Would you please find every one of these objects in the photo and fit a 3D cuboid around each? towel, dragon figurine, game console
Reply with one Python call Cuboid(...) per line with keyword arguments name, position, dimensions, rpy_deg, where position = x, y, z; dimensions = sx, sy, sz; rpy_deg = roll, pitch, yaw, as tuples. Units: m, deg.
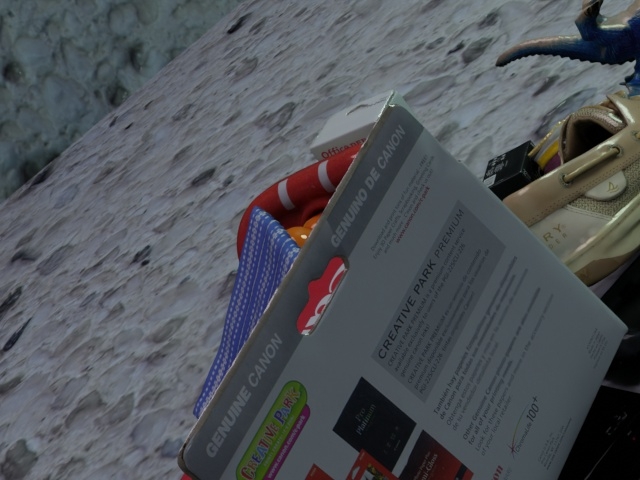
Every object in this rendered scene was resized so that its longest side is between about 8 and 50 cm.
Cuboid(name="towel", position=(-0.059, 0.118, 1.474), dimensions=(0.336, 0.040, 0.243), rpy_deg=(-134, 57, -69))
Cuboid(name="dragon figurine", position=(0.321, -0.188, 1.510), dimensions=(0.289, 0.144, 0.085), rpy_deg=(-27, 13, 16))
Cuboid(name="game console", position=(0.237, 0.086, 1.223), dimensions=(0.361, 0.044, 0.213), rpy_deg=(-46, 22, -17))

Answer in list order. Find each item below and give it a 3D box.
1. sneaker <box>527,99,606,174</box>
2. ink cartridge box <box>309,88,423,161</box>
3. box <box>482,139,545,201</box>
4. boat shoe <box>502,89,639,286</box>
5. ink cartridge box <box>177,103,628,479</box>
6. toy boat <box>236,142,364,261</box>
Cuboid(name="sneaker", position=(0.276, -0.083, 1.503), dimensions=(0.185, 0.084, 0.069), rpy_deg=(-25, -18, -47))
Cuboid(name="ink cartridge box", position=(0.076, -0.078, 1.698), dimensions=(0.109, 0.150, 0.063), rpy_deg=(-20, 27, 43))
Cuboid(name="box", position=(0.202, -0.042, 1.497), dimensions=(0.052, 0.083, 0.062), rpy_deg=(-28, 23, 32))
Cuboid(name="boat shoe", position=(0.272, -0.081, 1.351), dimensions=(0.122, 0.110, 0.341), rpy_deg=(-37, 4, 43))
Cuboid(name="ink cartridge box", position=(0.037, 0.106, 1.080), dimensions=(0.130, 0.272, 0.309), rpy_deg=(-10, 42, 53))
Cuboid(name="toy boat", position=(0.000, 0.000, 1.632), dimensions=(0.231, 0.151, 0.151), rpy_deg=(-24, 5, 38))
